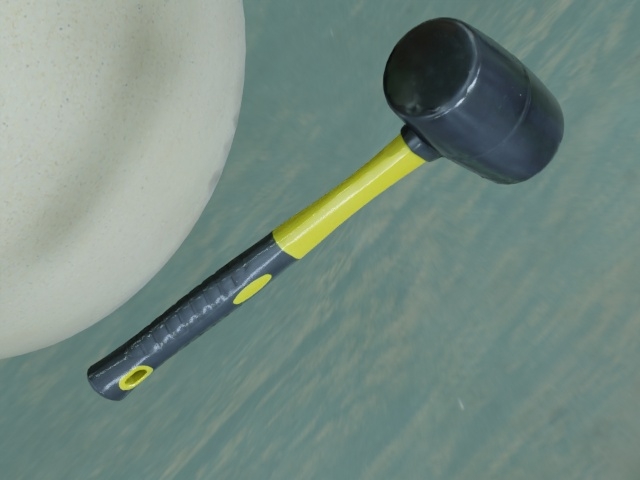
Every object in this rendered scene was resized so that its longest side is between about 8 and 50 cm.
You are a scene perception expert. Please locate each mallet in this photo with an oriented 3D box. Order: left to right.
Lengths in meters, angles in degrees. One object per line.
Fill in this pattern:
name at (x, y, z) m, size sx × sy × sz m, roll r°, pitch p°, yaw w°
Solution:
mallet at (0.000, 0.000, 0.557) m, size 0.190 × 0.062 × 0.039 m, roll -42°, pitch 51°, yaw 26°

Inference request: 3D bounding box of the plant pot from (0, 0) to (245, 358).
plant pot at (-0.192, -0.083, 0.652) m, size 0.284 × 0.191 × 0.284 m, roll 0°, pitch 91°, yaw 13°
